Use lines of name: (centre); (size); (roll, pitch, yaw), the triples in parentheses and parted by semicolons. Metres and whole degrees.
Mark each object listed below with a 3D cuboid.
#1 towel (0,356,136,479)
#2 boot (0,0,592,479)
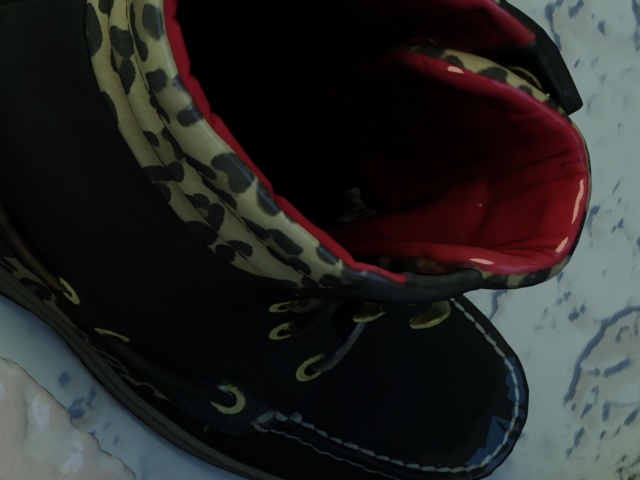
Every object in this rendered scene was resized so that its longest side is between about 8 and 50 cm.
towel: (-0.208, 0.178, 0.776); (0.332, 0.053, 0.317); (48, 62, -23)
boot: (0.000, 0.000, 0.786); (0.377, 0.284, 0.138); (38, 67, -25)
